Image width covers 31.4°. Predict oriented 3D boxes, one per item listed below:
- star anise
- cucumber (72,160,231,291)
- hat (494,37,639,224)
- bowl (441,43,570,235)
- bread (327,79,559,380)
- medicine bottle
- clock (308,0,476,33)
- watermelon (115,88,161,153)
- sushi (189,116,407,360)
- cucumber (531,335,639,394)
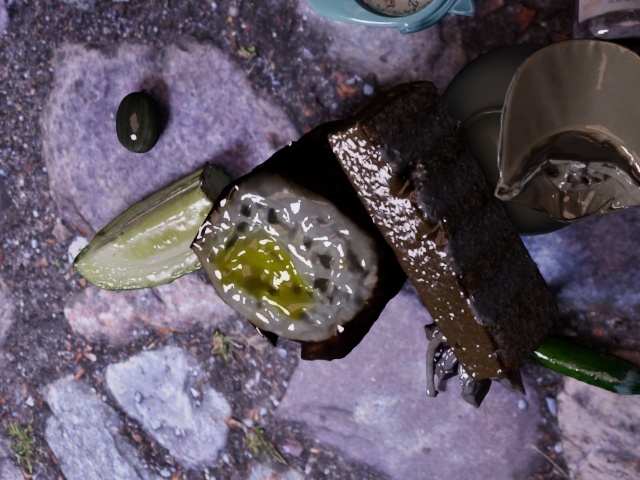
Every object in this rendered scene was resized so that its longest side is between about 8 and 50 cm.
[{"bbox_3d":[0.231,0.156,1.752,0.262,0.081,0.230,-46,67,28],"label":"star anise"},{"bbox_3d":[-0.273,-0.009,1.956,0.325,0.105,0.145,-26,115,27],"label":"cucumber"},{"bbox_3d":[0.340,-0.137,1.498,0.214,0.149,0.244,4,96,6],"label":"hat"},{"bbox_3d":[0.276,-0.137,1.648,0.289,0.146,0.289,5,102,23],"label":"bowl"},{"bbox_3d":[0.179,-0.013,1.565,0.113,0.165,0.416,-17,109,48],"label":"bread"},{"bbox_3d":[0.414,-0.374,1.490,0.165,0.165,0.273,0,80,25],"label":"medicine bottle"},{"bbox_3d":[0.120,-0.420,1.698,0.274,0.094,0.223,20,108,18],"label":"clock"},{"bbox_3d":[-0.310,-0.204,1.946,0.078,0.078,0.110,6,102,24],"label":"watermelon"},{"bbox_3d":[0.002,-0.001,1.702,0.281,0.294,0.299,-31,97,27],"label":"sushi"},{"bbox_3d":[0.400,0.187,1.704,0.250,0.056,0.056,17,107,22],"label":"cucumber"}]
